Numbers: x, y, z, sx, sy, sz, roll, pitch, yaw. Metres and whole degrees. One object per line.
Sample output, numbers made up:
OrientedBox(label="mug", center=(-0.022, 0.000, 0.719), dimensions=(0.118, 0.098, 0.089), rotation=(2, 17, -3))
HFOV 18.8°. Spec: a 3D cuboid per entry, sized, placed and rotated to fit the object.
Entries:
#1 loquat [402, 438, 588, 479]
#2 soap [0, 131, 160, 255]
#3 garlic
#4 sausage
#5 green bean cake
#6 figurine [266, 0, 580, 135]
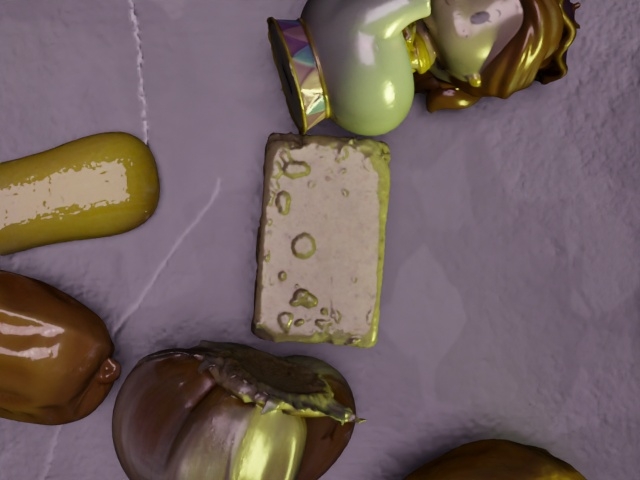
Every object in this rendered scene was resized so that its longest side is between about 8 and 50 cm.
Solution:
OrientedBox(label="loquat", center=(0.145, 0.282, 1.597), dimensions=(0.238, 0.193, 0.238), rotation=(14, 65, -33))
OrientedBox(label="soap", center=(-0.222, -0.041, 1.658), dimensions=(0.168, 0.033, 0.089), rotation=(-10, 89, -2))
OrientedBox(label="garlic", center=(-0.043, 0.185, 1.569), dimensions=(0.207, 0.207, 0.257), rotation=(-27, 68, -2))
OrientedBox(label="sausage", center=(-0.284, 0.082, 1.612), dimensions=(0.241, 0.136, 0.120), rotation=(13, 83, -7))
OrientedBox(label="green bean cake", center=(0.000, 0.000, 1.642), dimensions=(0.109, 0.085, 0.179), rotation=(5, 91, -2))
OrientedBox(label="figurine", center=(0.094, -0.170, 1.606), dimensions=(0.263, 0.189, 0.142), rotation=(-16, 72, -8))
